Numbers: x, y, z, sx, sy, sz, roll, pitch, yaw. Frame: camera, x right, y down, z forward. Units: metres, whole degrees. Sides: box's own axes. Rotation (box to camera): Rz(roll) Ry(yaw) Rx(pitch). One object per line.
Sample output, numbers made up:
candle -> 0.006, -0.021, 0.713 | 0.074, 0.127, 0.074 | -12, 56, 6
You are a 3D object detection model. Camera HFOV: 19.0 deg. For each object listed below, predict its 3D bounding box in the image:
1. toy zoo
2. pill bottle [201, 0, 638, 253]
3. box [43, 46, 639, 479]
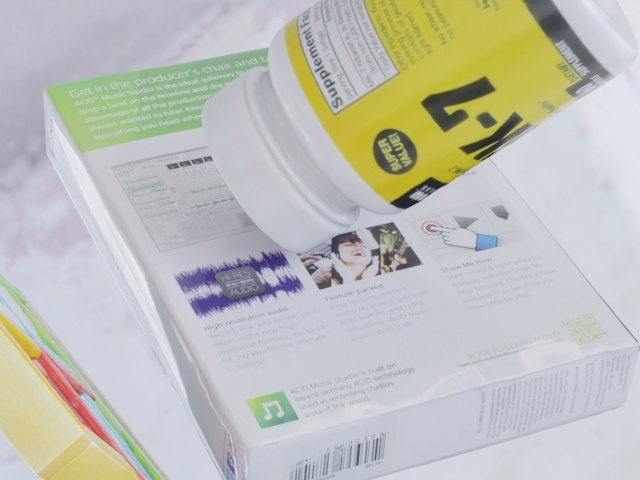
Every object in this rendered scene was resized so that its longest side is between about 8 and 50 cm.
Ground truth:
toy zoo -> -0.150, 0.057, 0.932 | 0.030, 0.192, 0.293 | -40, 159, -4
pill bottle -> 0.048, -0.087, 0.999 | 0.208, 0.119, 0.119 | -33, 157, 18
box -> 0.000, 0.000, 1.095 | 0.232, 0.322, 0.058 | -12, 135, -21
